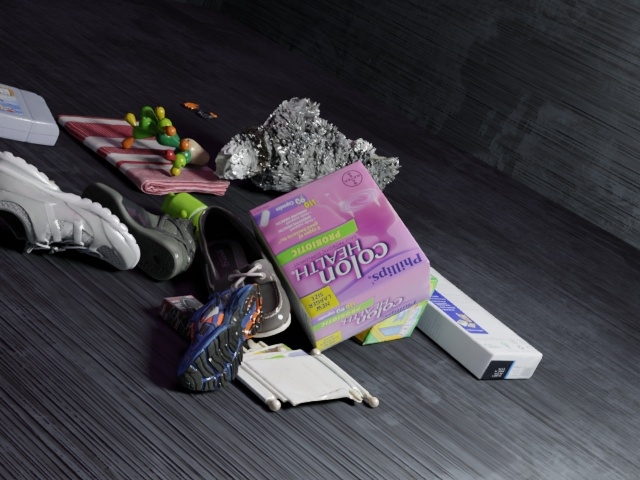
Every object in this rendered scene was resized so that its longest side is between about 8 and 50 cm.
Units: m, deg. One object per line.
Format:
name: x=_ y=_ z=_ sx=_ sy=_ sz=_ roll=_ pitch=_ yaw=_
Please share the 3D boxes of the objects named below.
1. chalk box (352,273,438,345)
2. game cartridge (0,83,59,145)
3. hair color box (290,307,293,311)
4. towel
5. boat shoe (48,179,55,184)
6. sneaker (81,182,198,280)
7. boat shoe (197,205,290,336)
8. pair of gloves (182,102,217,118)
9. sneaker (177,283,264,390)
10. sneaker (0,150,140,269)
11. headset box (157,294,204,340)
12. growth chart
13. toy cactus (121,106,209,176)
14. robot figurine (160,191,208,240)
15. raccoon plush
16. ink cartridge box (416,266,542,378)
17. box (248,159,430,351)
chalk box: x=0.114 y=0.093 z=1.852 sx=0.132 sy=0.132 sz=0.213 roll=35 pitch=20 yaw=28
game cartridge: x=-0.669 y=-0.267 z=2.003 sx=0.297 sy=0.062 sz=0.198 roll=13 pitch=17 yaw=-32
hair color box: x=-0.073 y=0.084 z=1.780 sx=0.141 sy=0.043 sz=0.072 roll=18 pitch=20 yaw=-22
towel: x=-0.379 y=-0.181 z=2.161 sx=0.329 sy=0.037 sz=0.237 roll=35 pitch=22 yaw=35
boat shoe: x=-0.474 y=-0.066 z=1.686 sx=0.049 sy=0.056 sz=0.152 roll=12 pitch=14 yaw=-9
sneaker: x=-0.297 y=-0.019 z=1.722 sx=0.227 sy=0.087 sz=0.130 roll=34 pitch=18 yaw=18
boat shoe: x=-0.140 y=0.045 z=1.656 sx=0.112 sy=0.095 sz=0.335 roll=-20 pitch=29 yaw=-12
pair of gloves: x=-0.326 y=-0.348 z=2.747 sx=0.083 sy=0.010 sz=0.074 roll=32 pitch=18 yaw=15
sneaker: x=-0.153 y=0.140 z=1.452 sx=0.087 sy=0.083 sz=0.221 roll=-2 pitch=26 yaw=21
sneaker: x=-0.414 y=-0.019 z=1.581 sx=0.281 sy=0.115 sz=0.105 roll=32 pitch=-24 yaw=-19
headset box: x=-0.200 y=0.114 z=1.546 sx=0.083 sy=0.032 sz=0.062 roll=37 pitch=22 yaw=30
growth chart: x=-0.042 y=0.199 z=1.529 sx=0.237 sy=0.021 sz=0.172 roll=5 pitch=25 yaw=-46
toy cactus: x=-0.307 y=-0.193 z=2.102 sx=0.180 sy=0.112 sz=0.219 roll=29 pitch=6 yaw=-44
robot figurine: x=-0.241 y=-0.044 z=1.890 sx=0.115 sy=0.067 sz=0.101 roll=33 pitch=8 yaw=25
raccoon plush: x=-0.024 y=-0.129 z=2.265 sx=0.299 sy=0.216 sz=0.446 roll=32 pitch=36 yaw=10
ink cartridge box: x=0.257 y=0.152 z=1.985 sx=0.165 sy=0.065 sz=0.333 roll=7 pitch=26 yaw=-44
box: x=0.030 y=0.023 z=1.691 sx=0.214 sy=0.117 sz=0.243 roll=-25 pitch=58 yaw=-10
